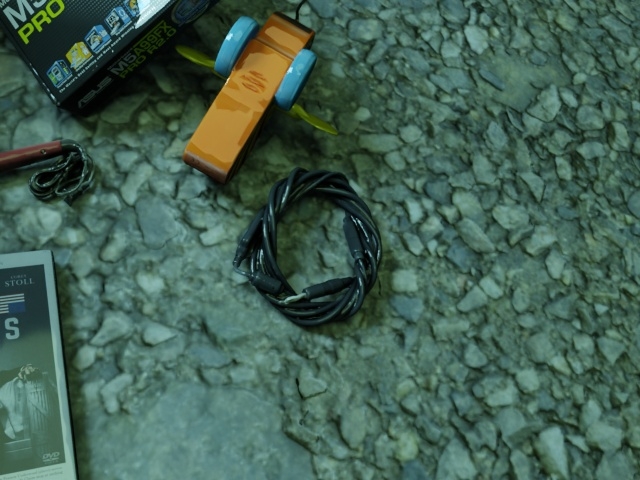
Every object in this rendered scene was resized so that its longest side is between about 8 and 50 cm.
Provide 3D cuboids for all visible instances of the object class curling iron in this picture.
[{"bbox_3d":[-0.363,-0.056,0.749,0.274,0.035,0.068,-10,68,-21],"label":"curling iron"}]

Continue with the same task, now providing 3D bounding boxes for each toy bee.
[{"bbox_3d":[-0.047,-0.192,0.863,0.298,0.162,0.195,-40,90,-4],"label":"toy bee"}]

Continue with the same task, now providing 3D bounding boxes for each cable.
[{"bbox_3d":[0.000,0.000,0.823,0.151,0.047,0.184,31,60,-1],"label":"cable"}]

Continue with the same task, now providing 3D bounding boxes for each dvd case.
[{"bbox_3d":[-0.322,0.128,0.676,0.179,0.029,0.238,-6,68,-20],"label":"dvd case"}]

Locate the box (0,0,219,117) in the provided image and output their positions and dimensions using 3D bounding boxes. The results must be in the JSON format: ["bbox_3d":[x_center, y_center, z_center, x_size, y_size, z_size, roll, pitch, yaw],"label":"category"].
[{"bbox_3d":[-0.230,-0.301,0.812,0.270,0.060,0.216,-38,79,9],"label":"box"}]
